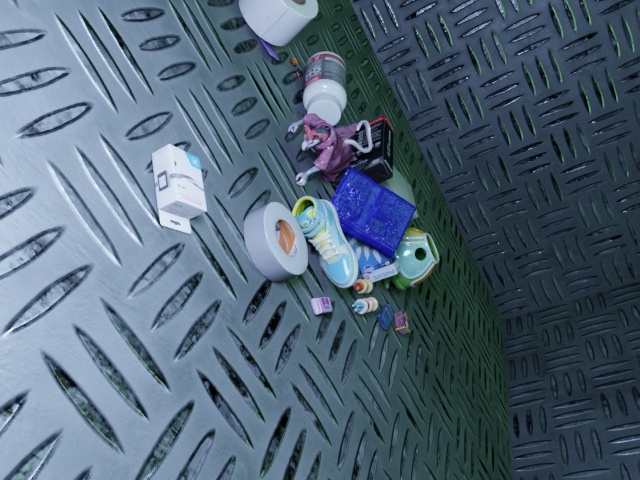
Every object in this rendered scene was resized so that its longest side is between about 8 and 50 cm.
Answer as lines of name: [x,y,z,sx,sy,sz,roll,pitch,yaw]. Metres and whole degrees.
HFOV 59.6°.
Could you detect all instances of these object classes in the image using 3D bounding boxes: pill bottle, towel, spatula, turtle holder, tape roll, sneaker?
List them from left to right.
spatula: [-0.213,-0.802,2.098,0.084,0.030,0.297,14,58,-62]
tape roll: [-0.122,0.004,1.577,0.219,0.072,0.219,44,35,-42]
tape roll: [-0.152,-0.861,2.037,0.246,0.169,0.246,25,51,-35]
sneaker: [0.000,0.000,1.775,0.208,0.127,0.319,20,44,-61]
pill bottle: [0.018,-0.597,2.229,0.176,0.176,0.319,47,32,-39]
towel: [0.184,-0.102,2.025,0.308,0.076,0.228,30,79,-14]
towel: [0.252,0.295,2.161,0.067,0.029,0.119,65,24,-6]
turtle holder: [0.358,0.037,2.350,0.243,0.227,0.320,25,48,-56]

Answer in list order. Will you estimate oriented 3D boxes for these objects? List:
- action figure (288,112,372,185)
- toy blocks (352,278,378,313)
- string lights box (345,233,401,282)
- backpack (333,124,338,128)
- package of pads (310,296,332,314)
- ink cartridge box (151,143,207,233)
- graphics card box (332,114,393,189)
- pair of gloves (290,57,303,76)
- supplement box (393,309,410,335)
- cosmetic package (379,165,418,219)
action figure: [0.037,-0.327,1.967,0.370,0.275,0.248,20,57,-76]
toy blocks: [0.144,0.198,1.987,0.148,0.054,0.123,4,67,-63]
string lights box: [0.192,0.021,2.134,0.260,0.133,0.077,66,23,-4]
backpack: [0.045,-0.401,2.229,0.101,0.098,0.120,46,19,-57]
package of pads: [0.003,0.201,1.722,0.083,0.032,0.050,7,66,-63]
ink cartridge box: [-0.320,-0.116,1.280,0.104,0.060,0.180,22,51,-59]
graphics card box: [0.180,-0.348,2.293,0.094,0.232,0.371,53,27,-30]
pair of gloves: [-0.096,-0.709,2.288,0.083,0.010,0.074,62,25,-16]
supplement box: [0.331,0.335,2.272,0.055,0.043,0.083,43,34,-43]
cosmetic package: [0.291,-0.234,2.521,0.365,0.155,0.197,38,37,-47]
